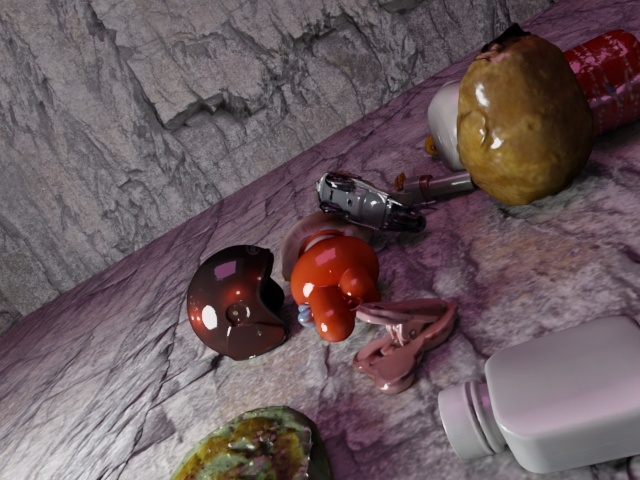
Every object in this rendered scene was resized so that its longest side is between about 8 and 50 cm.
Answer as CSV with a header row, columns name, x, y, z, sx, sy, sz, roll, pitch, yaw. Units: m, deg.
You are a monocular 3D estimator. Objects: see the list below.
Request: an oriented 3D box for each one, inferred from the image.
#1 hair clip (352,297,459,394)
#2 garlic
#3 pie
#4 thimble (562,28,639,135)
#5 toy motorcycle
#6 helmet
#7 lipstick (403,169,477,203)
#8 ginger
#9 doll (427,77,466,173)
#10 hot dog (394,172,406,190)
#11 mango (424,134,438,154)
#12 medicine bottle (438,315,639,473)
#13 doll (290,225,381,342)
name,x,y,z,sx,sy,sz,roll,pitch,yaw
hair clip,0.115,0.132,0.658,0.138,0.102,0.123,-3,7,-27
garlic,0.000,0.000,1.076,0.228,0.110,0.217,-36,22,-15
pie,-0.093,0.282,0.553,0.241,0.054,0.240,-27,20,11
thimble,0.501,-0.276,0.885,0.125,0.163,0.190,-21,-9,21
toy motorcycle,0.108,-0.079,1.015,0.263,0.090,0.157,24,23,29
helmet,-0.148,0.112,0.914,0.189,0.193,0.215,-111,38,-73
lipstick,0.273,-0.119,1.037,0.186,0.063,0.057,-9,28,35
ginger,0.330,-0.179,0.798,0.200,0.223,0.269,-43,-20,-8
doll,0.353,-0.253,1.064,0.221,0.221,0.251,-30,-15,4
hot dog,0.208,-0.150,1.280,0.037,0.021,0.083,-45,12,29
mango,0.339,-0.279,1.345,0.101,0.066,0.187,-28,11,36
medicine bottle,0.202,0.139,0.434,0.183,0.069,0.119,-23,20,19
doll,0.023,0.062,0.836,0.161,0.129,0.290,-29,28,3
